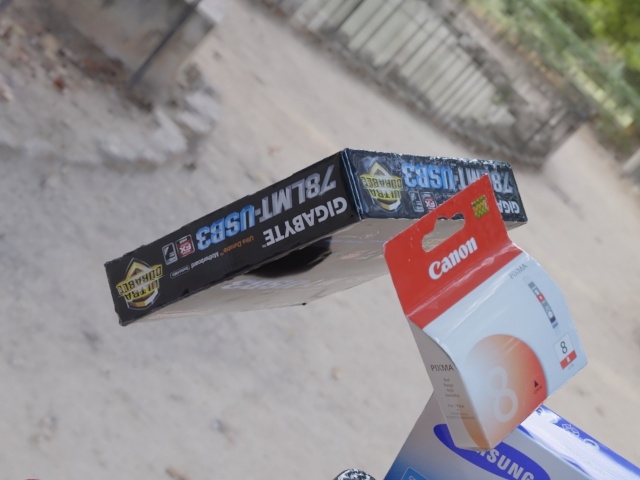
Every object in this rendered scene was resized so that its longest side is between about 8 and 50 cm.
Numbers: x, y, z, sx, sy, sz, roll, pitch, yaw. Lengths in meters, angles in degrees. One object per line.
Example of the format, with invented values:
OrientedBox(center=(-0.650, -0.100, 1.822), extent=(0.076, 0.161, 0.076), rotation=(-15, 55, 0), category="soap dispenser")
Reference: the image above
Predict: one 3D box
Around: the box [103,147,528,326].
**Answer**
OrientedBox(center=(0.000, 0.000, 1.329), extent=(0.295, 0.293, 0.073), rotation=(-1, 70, -55), category="box")

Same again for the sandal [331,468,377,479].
OrientedBox(center=(-0.009, 0.439, 1.815), extent=(0.167, 0.107, 0.446), rotation=(47, 24, 9), category="sandal")

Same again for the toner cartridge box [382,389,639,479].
OrientedBox(center=(0.220, 0.264, 1.182), extent=(0.348, 0.165, 0.075), rotation=(33, 23, 15), category="toner cartridge box")

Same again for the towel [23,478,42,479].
OrientedBox(center=(-0.138, 0.293, 1.102), extent=(0.199, 0.031, 0.275), rotation=(40, -1, -29), category="towel")

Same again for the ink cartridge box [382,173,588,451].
OrientedBox(center=(0.135, 0.054, 1.112), extent=(0.145, 0.045, 0.179), rotation=(-33, 110, -39), category="ink cartridge box")
